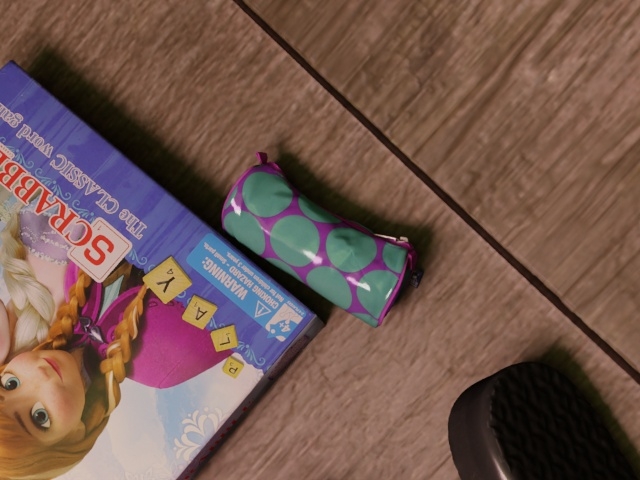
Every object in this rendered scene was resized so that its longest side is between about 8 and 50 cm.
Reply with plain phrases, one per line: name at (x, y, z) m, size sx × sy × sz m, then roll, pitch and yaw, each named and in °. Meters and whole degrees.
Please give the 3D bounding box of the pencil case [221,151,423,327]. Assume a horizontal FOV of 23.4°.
pencil case at (0.000, 0.000, 1.150) m, size 0.151 × 0.064 × 0.070 m, roll 30°, pitch 100°, yaw 14°

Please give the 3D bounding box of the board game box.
board game box at (-0.219, 0.081, 1.176) m, size 0.318 × 0.066 × 0.318 m, roll 39°, pitch 86°, yaw 12°

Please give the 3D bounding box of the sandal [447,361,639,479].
sandal at (0.212, 0.299, 1.072) m, size 0.107 × 0.167 × 0.446 m, roll -37°, pitch 73°, yaw 40°
